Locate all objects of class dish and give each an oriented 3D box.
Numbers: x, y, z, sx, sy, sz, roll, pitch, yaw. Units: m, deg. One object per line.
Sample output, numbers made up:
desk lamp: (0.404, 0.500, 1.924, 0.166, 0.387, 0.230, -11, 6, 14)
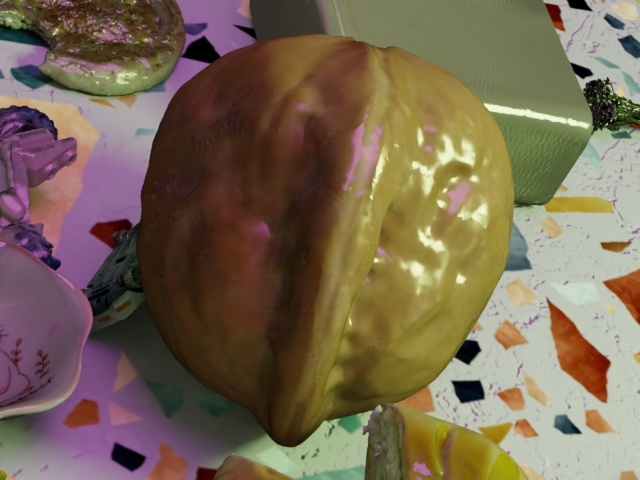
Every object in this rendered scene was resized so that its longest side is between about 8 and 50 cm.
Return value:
dish: (-0.325, 0.103, 1.563, 0.229, 0.081, 0.229, 8, 47, -9)

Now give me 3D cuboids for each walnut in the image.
walnut: (-0.004, -0.015, 1.620, 0.383, 0.383, 0.383, 14, 42, -13)

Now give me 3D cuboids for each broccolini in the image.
broccolini: (0.431, -0.155, 2.261, 0.201, 0.058, 0.074, 22, 53, -29)

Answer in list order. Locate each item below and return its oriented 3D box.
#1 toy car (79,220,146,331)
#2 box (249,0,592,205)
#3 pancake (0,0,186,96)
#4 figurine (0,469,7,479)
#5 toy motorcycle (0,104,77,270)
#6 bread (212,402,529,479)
toy car: (-0.183, 0.026, 1.718, 0.058, 0.093, 0.186, 52, 36, -18)
box: (0.114, -0.221, 2.062, 0.344, 0.177, 0.352, 9, 43, -24)
pancake: (-0.273, -0.267, 2.009, 0.253, 0.037, 0.253, 14, 43, -13)
figurine: (-0.281, 0.295, 1.336, 0.193, 0.154, 0.421, 1, 45, -30)
toy motorcycle: (-0.319, -0.029, 1.692, 0.204, 0.108, 0.239, 37, 67, 18)
bread: (0.059, 0.291, 1.452, 0.333, 0.160, 0.333, 6, 72, -17)
